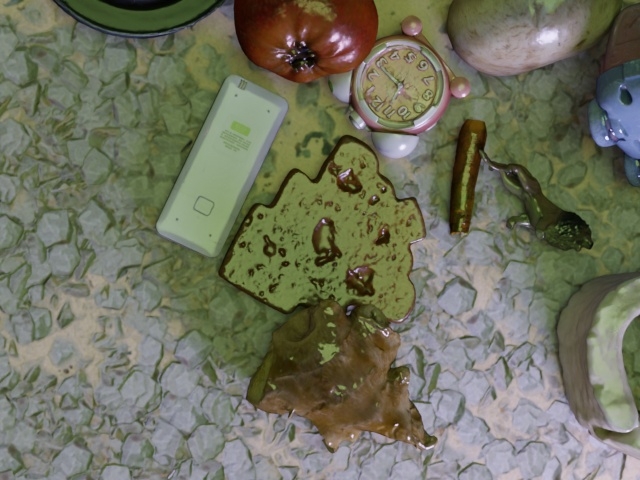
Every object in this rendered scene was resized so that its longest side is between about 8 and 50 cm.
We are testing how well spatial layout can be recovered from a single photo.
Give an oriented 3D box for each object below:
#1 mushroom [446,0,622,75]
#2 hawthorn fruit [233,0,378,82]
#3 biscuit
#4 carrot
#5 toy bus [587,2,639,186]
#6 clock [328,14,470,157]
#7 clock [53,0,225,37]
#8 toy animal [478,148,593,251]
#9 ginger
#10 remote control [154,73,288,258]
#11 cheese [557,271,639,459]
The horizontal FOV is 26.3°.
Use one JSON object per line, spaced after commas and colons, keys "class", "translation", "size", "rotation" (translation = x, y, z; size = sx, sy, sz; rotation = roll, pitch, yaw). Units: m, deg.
{"class": "mushroom", "translation": [0.307, -0.344, 1.921], "size": [0.254, 0.189, 0.195], "rotation": [-20, 95, -13]}
{"class": "hawthorn fruit", "translation": [-0.023, -0.333, 1.872], "size": [0.197, 0.196, 0.225], "rotation": [4, 61, -10]}
{"class": "biscuit", "translation": [0.000, 0.000, 1.935], "size": [0.302, 0.043, 0.278], "rotation": [-12, 93, -8]}
{"class": "carrot", "translation": [0.211, -0.090, 1.975], "size": [0.042, 0.042, 0.170], "rotation": [8, 90, -10]}
{"class": "toy bus", "translation": [0.506, -0.220, 1.921], "size": [0.294, 0.197, 0.231], "rotation": [34, 55, -48]}
{"class": "clock", "translation": [0.109, -0.215, 1.940], "size": [0.162, 0.093, 0.166], "rotation": [-38, 91, 1]}
{"class": "clock", "translation": [-0.250, -0.437, 1.887], "size": [0.325, 0.067, 0.325], "rotation": [0, 88, -10]}
{"class": "toy animal", "translation": [0.299, -0.051, 1.975], "size": [0.220, 0.069, 0.086], "rotation": [44, 63, -14]}
{"class": "ginger", "translation": [0.046, 0.197, 1.900], "size": [0.270, 0.123, 0.218], "rotation": [26, 104, -15]}
{"class": "remote control", "translation": [-0.138, -0.104, 1.917], "size": [0.103, 0.034, 0.250], "rotation": [25, 86, -8]}
{"class": "cheese", "translation": [0.507, 0.186, 1.962], "size": [0.332, 0.153, 0.292], "rotation": [12, 86, -8]}
